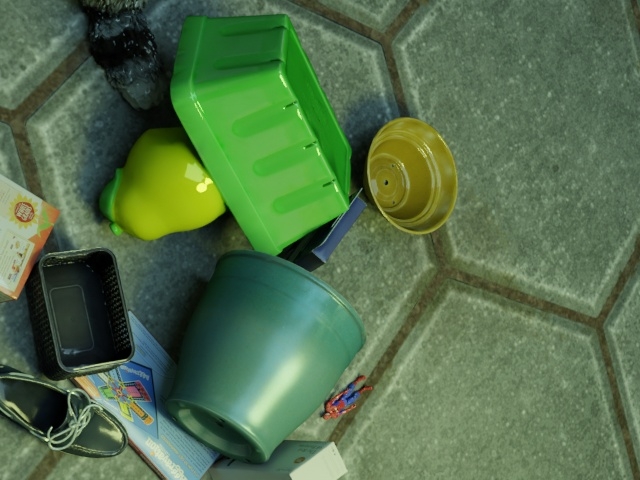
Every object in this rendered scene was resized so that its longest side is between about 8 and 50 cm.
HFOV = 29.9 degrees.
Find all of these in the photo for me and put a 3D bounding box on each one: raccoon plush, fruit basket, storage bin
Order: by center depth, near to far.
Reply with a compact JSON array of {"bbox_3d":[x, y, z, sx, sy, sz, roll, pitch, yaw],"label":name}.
[{"bbox_3d":[-0.362,0.110,1.795,0.122,0.084,0.180,-8,78,-31],"label":"storage bin"},{"bbox_3d":[-0.259,-0.451,1.842,0.216,0.299,0.446,-39,106,-34],"label":"raccoon plush"},{"bbox_3d":[-0.169,-0.142,1.910,0.392,0.392,0.283,37,34,-26],"label":"fruit basket"}]

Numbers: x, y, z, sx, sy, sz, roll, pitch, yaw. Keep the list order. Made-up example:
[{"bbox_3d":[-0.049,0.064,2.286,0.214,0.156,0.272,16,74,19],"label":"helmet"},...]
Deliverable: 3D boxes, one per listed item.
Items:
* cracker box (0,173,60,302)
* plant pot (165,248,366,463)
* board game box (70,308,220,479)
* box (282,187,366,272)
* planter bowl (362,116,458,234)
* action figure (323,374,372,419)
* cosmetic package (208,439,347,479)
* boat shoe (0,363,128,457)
[{"bbox_3d":[-0.516,-0.032,1.734,0.232,0.067,0.156,35,63,-28],"label":"cracker box"},{"bbox_3d":[-0.105,0.196,1.871,0.271,0.271,0.255,44,60,-23],"label":"plant pot"},{"bbox_3d":[-0.264,0.260,1.898,0.281,0.027,0.145,52,56,-18],"label":"board game box"},{"bbox_3d":[0.000,0.000,2.008,0.036,0.225,0.136,40,61,-8],"label":"box"},{"bbox_3d":[0.145,-0.113,2.216,0.217,0.090,0.217,7,79,-36],"label":"planter bowl"},{"bbox_3d":[0.045,0.282,2.122,0.115,0.030,0.038,-36,109,-32],"label":"action figure"},{"bbox_3d":[-0.072,0.361,1.891,0.099,0.239,0.060,-34,104,-35],"label":"cosmetic package"},{"bbox_3d":[-0.387,0.256,1.766,0.254,0.079,0.095,37,75,-24],"label":"boat shoe"}]
